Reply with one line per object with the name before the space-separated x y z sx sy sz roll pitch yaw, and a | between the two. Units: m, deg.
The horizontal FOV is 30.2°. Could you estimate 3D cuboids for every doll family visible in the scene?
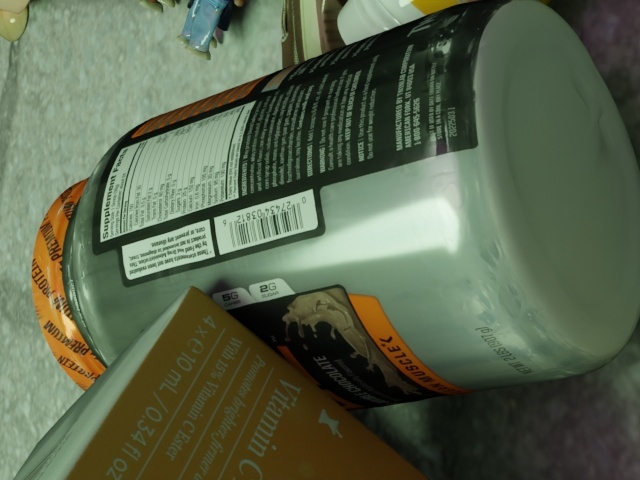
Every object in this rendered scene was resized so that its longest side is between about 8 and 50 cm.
doll family | -0.100 -0.230 0.981 0.193 0.076 0.111 44 113 36

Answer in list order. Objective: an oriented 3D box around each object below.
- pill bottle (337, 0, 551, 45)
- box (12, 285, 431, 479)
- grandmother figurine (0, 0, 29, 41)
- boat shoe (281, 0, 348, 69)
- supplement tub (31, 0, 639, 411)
pill bottle | 0.103 -0.190 0.713 0.215 0.117 0.117 -49 52 33
box | -0.012 0.228 0.584 0.168 0.345 0.215 -45 10 31
grandmother figurine | -0.432 -0.292 1.149 0.208 0.342 0.104 -56 49 28
boat shoe | 0.005 -0.173 0.840 0.095 0.095 0.257 -4 83 54
supplement tub | 0.000 0.000 0.702 0.338 0.207 0.207 -15 75 36
